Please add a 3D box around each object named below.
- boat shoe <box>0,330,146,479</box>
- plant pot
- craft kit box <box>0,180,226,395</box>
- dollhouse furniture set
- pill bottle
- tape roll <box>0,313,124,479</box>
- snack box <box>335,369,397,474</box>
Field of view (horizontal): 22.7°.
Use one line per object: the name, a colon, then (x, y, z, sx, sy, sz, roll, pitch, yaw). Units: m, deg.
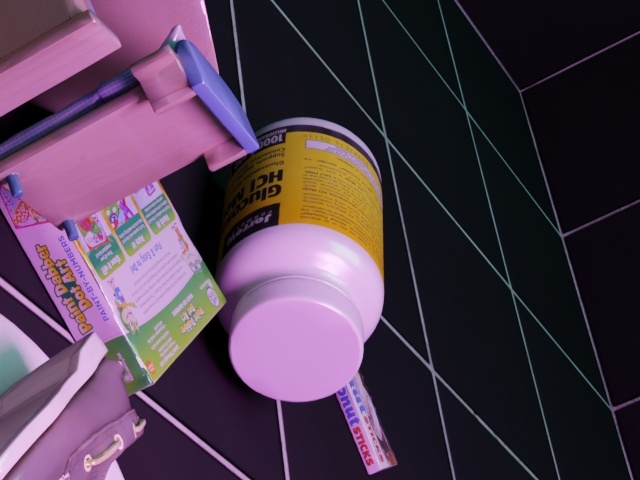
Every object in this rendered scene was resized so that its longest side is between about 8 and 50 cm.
boat shoe: (-0.187, 0.153, 1.070, 0.091, 0.109, 0.305, 56, 15, -9)
plant pot: (-0.207, -0.219, 1.497, 0.284, 0.190, 0.284, 168, -90, -87)
craft kit box: (-0.201, 0.002, 1.548, 0.247, 0.061, 0.250, 59, 19, -7)
dollhouse furniture set: (-0.246, -0.131, 1.294, 0.198, 0.286, 0.303, 66, 9, 25)
pill bottle: (-0.022, 0.020, 1.792, 0.188, 0.188, 0.334, 54, 21, -29)
tape roll: (-0.248, 0.215, 1.109, 0.392, 0.072, 0.392, 52, 22, -32)
snack box: (0.045, 0.204, 1.997, 0.064, 0.022, 0.178, 3, 63, -68)
